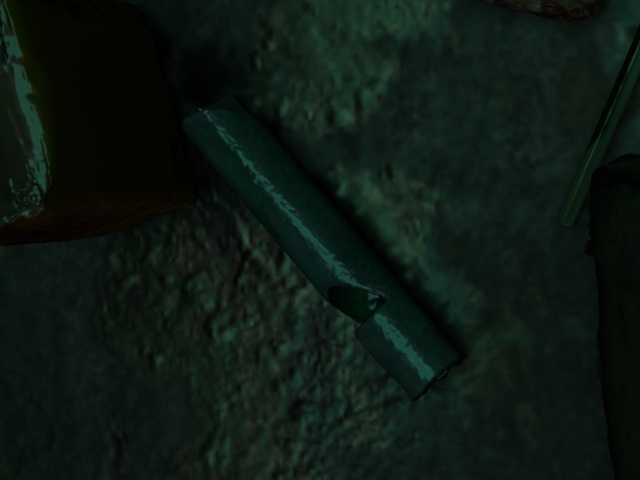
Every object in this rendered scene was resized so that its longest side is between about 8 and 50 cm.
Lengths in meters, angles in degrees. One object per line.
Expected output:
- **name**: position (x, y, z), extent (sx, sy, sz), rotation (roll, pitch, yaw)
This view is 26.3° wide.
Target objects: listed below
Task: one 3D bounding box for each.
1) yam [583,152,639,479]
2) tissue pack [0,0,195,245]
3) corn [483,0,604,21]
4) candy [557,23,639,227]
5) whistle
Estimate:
- **yam**: position (0.201, 0.086, 0.573), extent (0.161, 0.161, 0.268), rotation (-5, 90, 19)
- **tissue pack**: position (-0.134, -0.062, 0.671), extent (0.082, 0.169, 0.120), rotation (-17, 87, 16)
- **corn**: position (0.032, -0.173, 0.657), extent (0.237, 0.079, 0.080), rotation (26, 101, 14)
- **candy**: position (0.165, -0.135, 0.619), extent (0.078, 0.084, 0.288), rotation (24, 108, 12)
- **whistle**: position (0.000, 0.000, 0.697), extent (0.039, 0.039, 0.186), rotation (-43, 80, 17)
